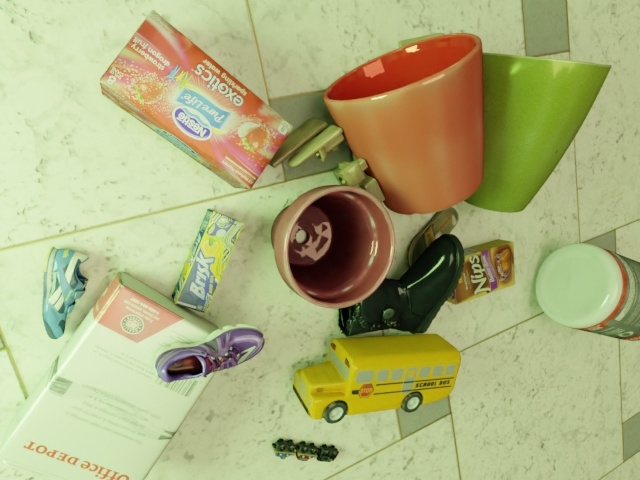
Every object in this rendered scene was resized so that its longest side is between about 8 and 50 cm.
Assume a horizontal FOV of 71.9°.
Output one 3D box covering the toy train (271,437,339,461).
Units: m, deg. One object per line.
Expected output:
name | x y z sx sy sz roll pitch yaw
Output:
toy train | -0.033 0.438 0.916 0.158 0.027 0.036 21 100 -27

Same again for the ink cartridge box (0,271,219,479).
ink cartridge box | -0.313 0.225 0.701 0.207 0.117 0.283 38 81 -25

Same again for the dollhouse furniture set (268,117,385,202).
dollhouse furniture set | 0.004 -0.113 0.799 0.123 0.144 0.151 -40 126 -9

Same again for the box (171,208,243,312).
box | -0.196 0.035 0.762 0.059 0.054 0.169 23 89 -26

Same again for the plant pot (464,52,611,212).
plant pot | 0.388 -0.216 0.902 0.275 0.275 0.293 -6 116 -24

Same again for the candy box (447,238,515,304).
candy box | 0.368 0.071 1.031 0.186 0.053 0.109 -14 104 -21

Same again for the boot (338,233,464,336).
boot | 0.155 0.093 0.886 0.207 0.094 0.246 5 120 -27

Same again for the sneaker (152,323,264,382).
sneaker | -0.160 0.179 0.664 0.170 0.071 0.068 -14 102 -25

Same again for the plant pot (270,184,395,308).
plant pot | 0.000 0.000 0.778 0.201 0.180 0.201 -4 100 -24

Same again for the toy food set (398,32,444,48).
toy food set | 0.239 -0.329 0.916 0.132 0.038 0.192 -23 107 -20

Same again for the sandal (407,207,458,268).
sandal | 0.252 0.000 0.967 0.072 0.049 0.180 43 80 -24

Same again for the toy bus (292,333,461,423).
toy bus | 0.118 0.272 0.902 0.332 0.108 0.130 3 107 -25

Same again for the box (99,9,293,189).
box | -0.190 -0.203 0.690 0.257 0.122 0.128 36 83 -25

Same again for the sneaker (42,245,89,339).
sneaker | -0.392 0.082 0.680 0.059 0.053 0.144 4 97 -27

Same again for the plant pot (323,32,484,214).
plant pot | 0.171 -0.196 0.795 0.275 0.275 0.243 -34 121 -17

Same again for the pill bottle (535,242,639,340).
pill bottle | 0.754 0.144 1.132 0.363 0.210 0.210 15 91 -25
